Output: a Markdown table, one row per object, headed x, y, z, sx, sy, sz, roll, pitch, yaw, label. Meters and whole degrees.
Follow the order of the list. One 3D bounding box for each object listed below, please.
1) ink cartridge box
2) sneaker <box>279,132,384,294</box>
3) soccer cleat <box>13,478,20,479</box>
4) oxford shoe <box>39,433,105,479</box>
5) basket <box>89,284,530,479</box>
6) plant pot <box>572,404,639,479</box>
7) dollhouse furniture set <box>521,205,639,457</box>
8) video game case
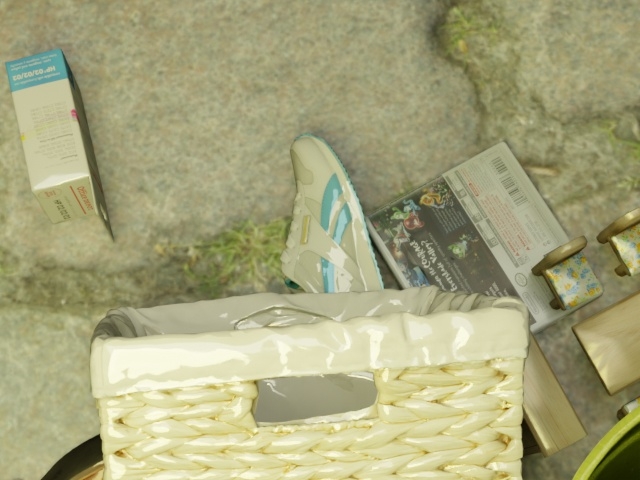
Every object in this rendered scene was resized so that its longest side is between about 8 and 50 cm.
| x | y | z | sx | sy | sz | roll | pitch | yaw | label |
| --- | --- | --- | --- | --- | --- | --- | --- | --- | --- |
| -0.263 | -0.087 | 1.340 | 0.062 | 0.104 | 0.181 | -15 | 72 | -3 | ink cartridge box |
| 0.000 | 0.000 | 1.319 | 0.092 | 0.087 | 0.228 | -15 | 71 | -3 | sneaker |
| -0.328 | 0.246 | 1.274 | 0.083 | 0.029 | 0.035 | -30 | 78 | -3 | soccer cleat |
| -0.222 | 0.241 | 1.264 | 0.212 | 0.076 | 0.076 | -35 | 105 | -13 | oxford shoe |
| -0.015 | 0.180 | 1.094 | 0.328 | 0.331 | 0.266 | -4 | 90 | -7 | basket |
| 0.335 | 0.313 | 1.070 | 0.366 | 0.353 | 0.366 | 0 | 73 | 1 | plant pot |
| 0.270 | 0.101 | 1.227 | 0.242 | 0.161 | 0.212 | -27 | 81 | -8 | dollhouse furniture set |
| 0.162 | 0.017 | 1.344 | 0.173 | 0.022 | 0.190 | -29 | 75 | -8 | video game case |
